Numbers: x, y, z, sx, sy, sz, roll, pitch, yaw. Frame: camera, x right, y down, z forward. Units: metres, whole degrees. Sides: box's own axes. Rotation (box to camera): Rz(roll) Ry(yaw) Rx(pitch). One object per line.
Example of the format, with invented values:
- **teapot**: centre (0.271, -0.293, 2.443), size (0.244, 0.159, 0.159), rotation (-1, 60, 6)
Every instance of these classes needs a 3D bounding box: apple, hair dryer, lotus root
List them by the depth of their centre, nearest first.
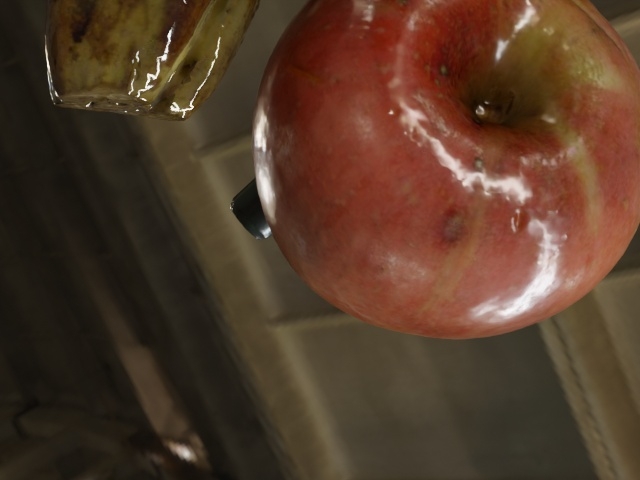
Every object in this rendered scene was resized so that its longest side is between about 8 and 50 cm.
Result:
- **lotus root**: centre (-0.126, -0.236, 1.076), size (0.193, 0.193, 0.291), rotation (21, -83, 50)
- **apple**: centre (0.112, -0.080, 1.190), size (0.364, 0.364, 0.364), rotation (38, -36, 35)
- **hair dryer**: centre (0.000, 0.000, 1.335), size (0.198, 0.100, 0.057), rotation (49, 9, 18)
